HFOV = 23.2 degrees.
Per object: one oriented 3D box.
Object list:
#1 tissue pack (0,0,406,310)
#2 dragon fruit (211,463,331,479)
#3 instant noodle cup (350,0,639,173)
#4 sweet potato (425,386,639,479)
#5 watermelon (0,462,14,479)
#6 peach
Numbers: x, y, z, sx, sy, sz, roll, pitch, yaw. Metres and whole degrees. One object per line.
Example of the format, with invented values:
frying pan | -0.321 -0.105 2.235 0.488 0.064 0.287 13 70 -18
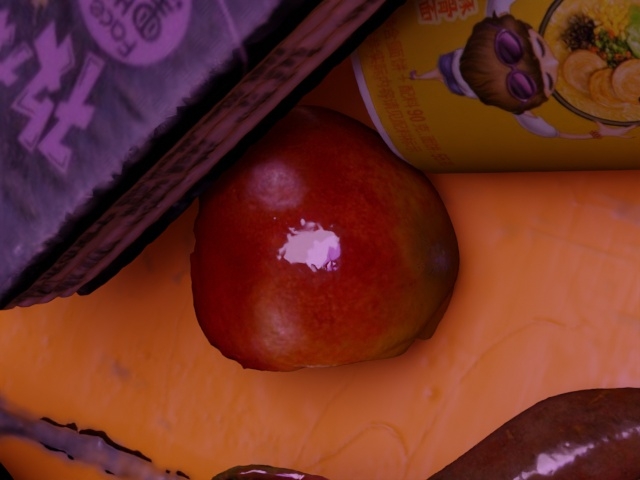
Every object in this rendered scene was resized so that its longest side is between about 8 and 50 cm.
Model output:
tissue pack | -0.098 -0.159 0.715 0.361 0.122 0.259 -41 70 35
dragon fruit | 0.000 0.232 0.705 0.295 0.130 0.268 23 98 15
instant noodle cup | 0.146 -0.121 0.742 0.236 0.215 0.215 -6 73 27
sweet potato | 0.114 0.118 0.757 0.255 0.058 0.078 -25 85 10
watermelon | -0.262 0.186 0.722 0.331 0.189 0.330 7 63 -15
peach | 0.004 -0.005 0.806 0.151 0.118 0.151 -2 32 1
